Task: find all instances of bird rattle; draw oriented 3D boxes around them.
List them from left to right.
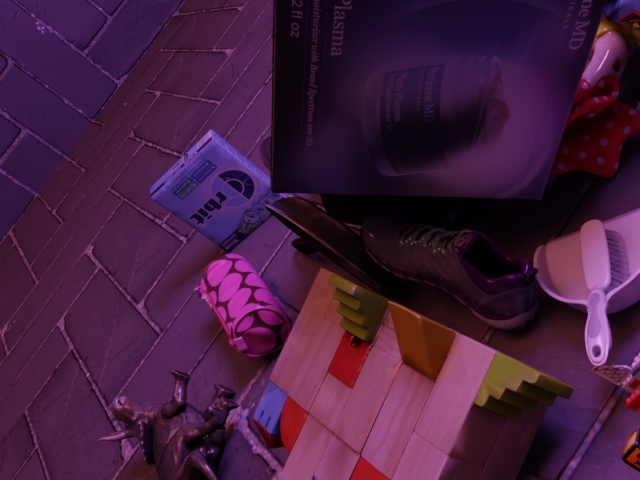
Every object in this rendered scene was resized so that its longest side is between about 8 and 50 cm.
[{"bbox_3d":[0.313,-0.191,0.866,0.207,0.143,0.253,5,74,66],"label":"bird rattle"}]

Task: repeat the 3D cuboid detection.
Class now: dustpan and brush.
[{"bbox_3d":[0.269,0.041,0.687,0.147,0.060,0.211,-25,38,36],"label":"dustpan and brush"}]

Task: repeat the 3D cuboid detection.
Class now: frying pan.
[{"bbox_3d":[0.023,0.017,0.986,0.053,0.197,0.326,-54,-13,-3],"label":"frying pan"}]

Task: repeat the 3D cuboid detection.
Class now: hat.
[{"bbox_3d":[0.092,-0.095,0.952,0.332,0.133,0.331,-8,28,4],"label":"hat"}]

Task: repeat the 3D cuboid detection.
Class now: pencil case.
[{"bbox_3d":[-0.122,0.100,1.102,0.098,0.095,0.209,-20,25,-16],"label":"pencil case"}]

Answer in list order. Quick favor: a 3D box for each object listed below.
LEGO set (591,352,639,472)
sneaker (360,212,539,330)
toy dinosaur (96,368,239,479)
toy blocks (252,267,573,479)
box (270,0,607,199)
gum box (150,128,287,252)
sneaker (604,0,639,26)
[{"bbox_3d":[0.290,0.056,0.550,0.060,0.182,0.244,32,95,14],"label":"LEGO set"},{"bbox_3d":[0.139,0.006,0.782,0.224,0.098,0.083,28,59,28],"label":"sneaker"},{"bbox_3d":[-0.185,0.284,1.002,0.314,0.121,0.160,26,91,53],"label":"toy dinosaur"},{"bbox_3d":[0.053,0.195,0.734,0.381,0.191,0.260,23,88,57],"label":"toy blocks"},{"bbox_3d":[0.098,-0.206,0.716,0.294,0.296,0.182,1,42,-4],"label":"box"},{"bbox_3d":[-0.177,-0.082,1.265,0.157,0.184,0.041,-40,34,17],"label":"gum box"},{"bbox_3d":[0.349,-0.245,0.732,0.125,0.262,0.104,-39,-8,-7],"label":"sneaker"}]
